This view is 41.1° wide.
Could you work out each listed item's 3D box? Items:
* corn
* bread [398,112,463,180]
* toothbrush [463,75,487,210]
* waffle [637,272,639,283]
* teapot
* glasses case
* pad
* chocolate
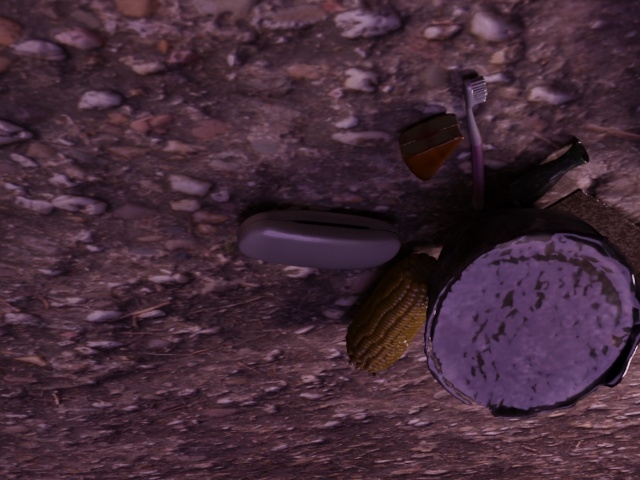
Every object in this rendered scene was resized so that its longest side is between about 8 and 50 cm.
[{"bbox_3d":[0.118,0.118,1.392,0.106,0.106,0.305,1,146,-16],"label":"corn"},{"bbox_3d":[0.122,-0.111,1.030,0.062,0.043,0.109,0,152,-18],"label":"bread"},{"bbox_3d":[0.197,-0.113,1.069,0.025,0.020,0.286,-17,151,3],"label":"toothbrush"},{"bbox_3d":[0.469,0.106,1.503,0.291,0.051,0.291,-5,149,-3],"label":"waffle"},{"bbox_3d":[0.302,-0.089,1.118,0.043,0.042,0.111,16,141,-37],"label":"teapot"},{"bbox_3d":[0.000,0.000,1.185,0.234,0.059,0.092,4,151,-21],"label":"glasses case"},{"bbox_3d":[0.411,0.008,1.309,0.235,0.003,0.158,27,138,-29],"label":"pad"},{"bbox_3d":[0.278,0.074,1.211,0.303,0.213,0.303,-2,118,-3],"label":"chocolate"}]
